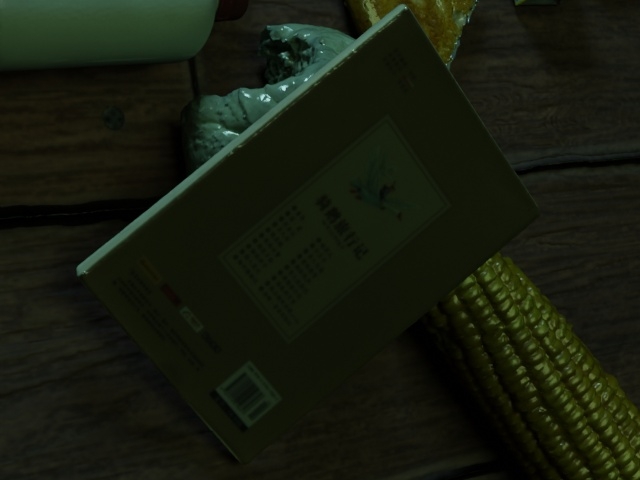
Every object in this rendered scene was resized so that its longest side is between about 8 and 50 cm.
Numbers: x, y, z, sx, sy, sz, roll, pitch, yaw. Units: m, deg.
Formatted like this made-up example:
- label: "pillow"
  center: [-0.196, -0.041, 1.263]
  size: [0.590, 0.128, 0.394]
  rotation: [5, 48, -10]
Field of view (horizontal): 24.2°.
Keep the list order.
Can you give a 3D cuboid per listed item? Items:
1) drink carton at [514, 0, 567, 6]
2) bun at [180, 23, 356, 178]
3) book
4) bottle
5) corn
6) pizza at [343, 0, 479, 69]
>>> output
- label: "drink carton"
  center: [0.213, -0.317, 1.466]
  size: [0.071, 0.056, 0.165]
  rotation: [-10, 85, -43]
- label: "bun"
  center: [-0.006, -0.084, 1.192]
  size: [0.204, 0.126, 0.212]
  rotation: [26, 63, -33]
- label: "book"
  center: [0.000, 0.000, 1.123]
  size: [0.310, 0.021, 0.217]
  rotation: [-40, 118, -6]
- label: "bottle"
  center: [-0.160, -0.180, 1.104]
  size: [0.245, 0.104, 0.104]
  rotation: [-10, 86, -40]
- label: "corn"
  center: [0.196, 0.132, 1.306]
  size: [0.363, 0.120, 0.120]
  rotation: [53, 53, -16]
- label: "pizza"
  center: [0.085, -0.228, 1.356]
  size: [0.176, 0.036, 0.184]
  rotation: [-43, 105, -39]
